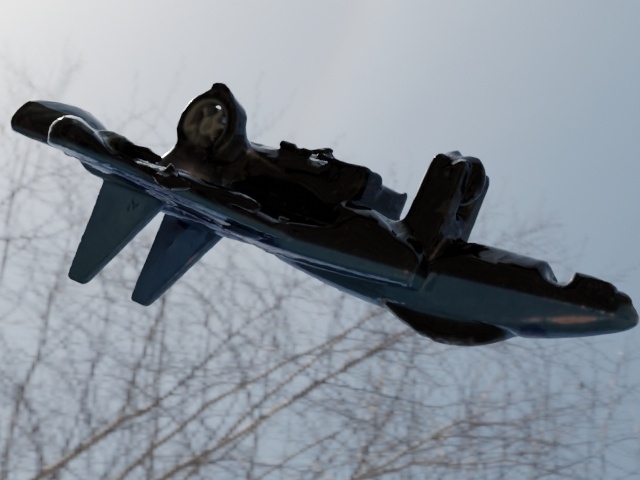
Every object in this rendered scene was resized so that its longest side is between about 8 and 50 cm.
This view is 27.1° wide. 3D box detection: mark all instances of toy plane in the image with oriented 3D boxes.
[{"bbox_3d":[0.002,-0.007,0.485,0.246,0.169,0.078,5,-103,36],"label":"toy plane"}]
